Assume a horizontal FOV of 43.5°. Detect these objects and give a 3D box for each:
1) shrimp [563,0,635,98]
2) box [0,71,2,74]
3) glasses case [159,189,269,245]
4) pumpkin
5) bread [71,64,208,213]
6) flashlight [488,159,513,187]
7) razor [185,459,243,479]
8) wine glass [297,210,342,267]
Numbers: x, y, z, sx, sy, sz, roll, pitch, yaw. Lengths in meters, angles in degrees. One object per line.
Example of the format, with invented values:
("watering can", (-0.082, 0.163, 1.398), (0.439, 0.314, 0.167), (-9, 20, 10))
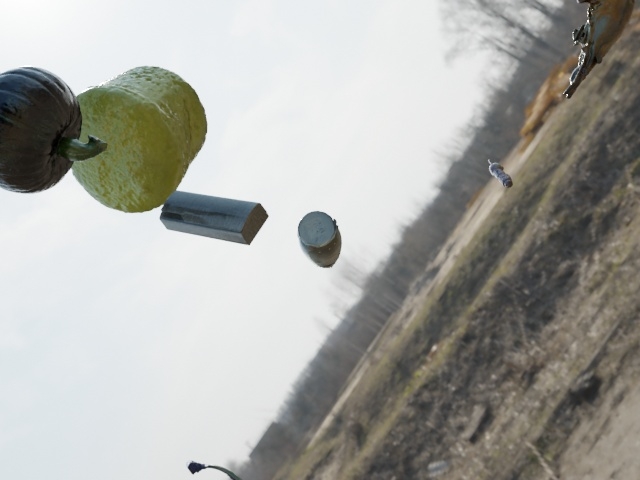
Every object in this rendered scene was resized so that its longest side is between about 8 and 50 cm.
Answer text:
("shrimp", (0.504, -0.394, 1.527), (0.262, 0.117, 0.066), (-55, 1, -8))
("box", (-0.788, -0.278, 1.755), (0.259, 0.168, 0.071), (-44, 8, 10))
("glasses case", (-0.192, -0.044, 1.416), (0.071, 0.204, 0.047), (-59, -40, -27))
("pumpkin", (-0.532, -0.201, 1.535), (0.248, 0.248, 0.248), (-54, -7, -10))
("bread", (-0.470, -0.278, 2.086), (0.348, 0.348, 0.308), (-62, -1, 41))
("flashlight", (0.441, -0.161, 1.951), (0.031, 0.052, 0.110), (-32, 32, 5))
("razor", (-0.174, 0.605, 1.886), (0.056, 0.324, 0.093), (-54, 2, -15))
("wine glass", (0.000, 0.000, 2.063), (0.111, 0.111, 0.204), (-54, -14, -11))
